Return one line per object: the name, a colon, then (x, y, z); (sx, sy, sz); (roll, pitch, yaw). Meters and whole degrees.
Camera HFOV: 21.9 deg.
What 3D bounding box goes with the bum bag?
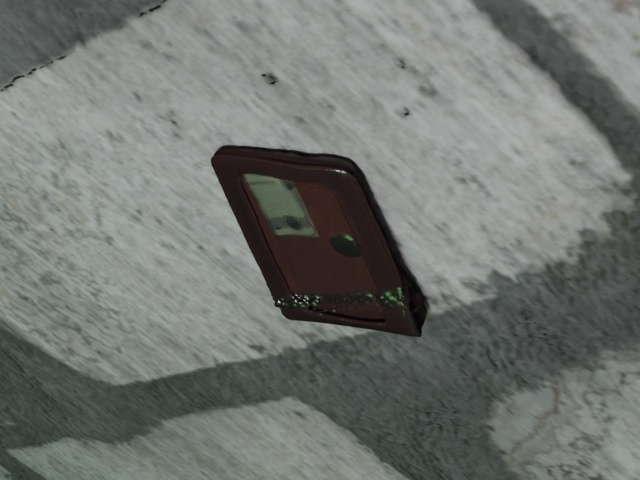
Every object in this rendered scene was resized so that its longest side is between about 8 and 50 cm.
bum bag: (0.000, 0.000, 1.044); (0.109, 0.026, 0.159); (8, 140, 30)
